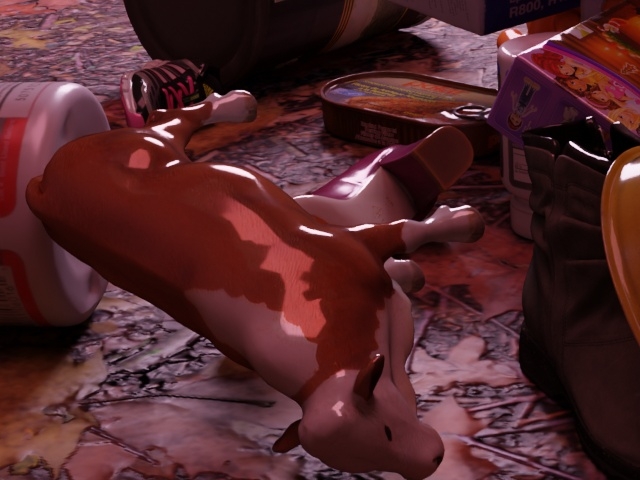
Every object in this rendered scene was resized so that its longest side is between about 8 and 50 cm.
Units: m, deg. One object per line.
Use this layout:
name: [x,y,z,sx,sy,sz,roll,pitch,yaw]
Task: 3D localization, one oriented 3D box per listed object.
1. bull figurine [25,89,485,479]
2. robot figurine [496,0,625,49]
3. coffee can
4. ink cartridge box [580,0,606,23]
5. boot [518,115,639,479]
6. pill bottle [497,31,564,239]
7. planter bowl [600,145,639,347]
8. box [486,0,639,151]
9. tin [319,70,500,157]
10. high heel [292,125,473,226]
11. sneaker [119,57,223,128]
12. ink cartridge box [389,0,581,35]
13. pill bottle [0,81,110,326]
bull figurine: [-0.026,0.015,1.012,0.310,0.101,0.188,33,36,26]
robot figurine: [0.246,-0.204,1.578,0.128,0.158,0.219,24,22,-5]
coffee can: [-0.027,-0.274,1.697,0.275,0.201,0.201,-22,28,-39]
ink cartridge box: [0.328,-0.166,1.221,0.272,0.309,0.130,12,26,33]
boot: [0.169,0.028,0.957,0.083,0.161,0.246,-12,23,-18]
pill bottle: [0.166,-0.073,1.247,0.078,0.137,0.078,-4,23,1]
planter bowl: [0.245,0.024,0.873,0.090,0.217,0.217,-36,2,34]
box: [0.276,-0.042,1.094,0.293,0.057,0.201,38,39,19]
tin: [0.084,-0.107,1.486,0.189,0.040,0.106,17,33,41]
high heel: [0.000,0.000,1.216,0.244,0.082,0.117,-43,6,-36]
sneaker: [-0.125,-0.125,1.525,0.075,0.063,0.170,-6,16,10]
ink cartridge box: [0.229,-0.249,1.438,0.324,0.071,0.330,-19,26,-19]
pill bottle: [-0.290,-0.025,1.165,0.283,0.161,0.161,1,22,11]
